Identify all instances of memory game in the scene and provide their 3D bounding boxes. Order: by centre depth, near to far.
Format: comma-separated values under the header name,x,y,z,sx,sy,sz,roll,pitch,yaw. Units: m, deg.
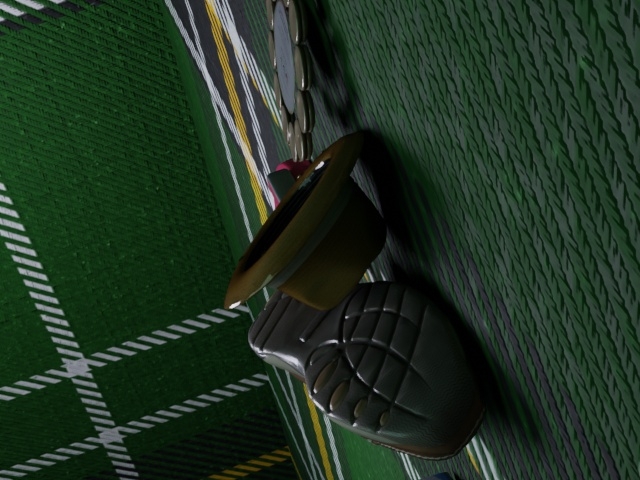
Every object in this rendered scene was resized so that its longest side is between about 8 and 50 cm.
name,x,y,z,sx,sy,sz,roll,pitch,yaw
memory game,-0.027,-0.159,0.931,0.186,0.012,0.186,172,90,-81

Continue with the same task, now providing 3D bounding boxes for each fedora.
name,x,y,z,sx,sy,sz,roll,pitch,yaw
fedora,0.000,0.000,0.872,0.079,0.194,0.194,36,176,-9

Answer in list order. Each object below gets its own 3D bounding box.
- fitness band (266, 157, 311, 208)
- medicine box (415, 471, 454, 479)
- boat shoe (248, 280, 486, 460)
name,x,y,z,sx,sy,sz,roll,pitch,yaw
fitness band,0.008,0.037,1.156,0.209,0.054,0.291,76,171,-49
medicine box,0.119,0.373,0.874,0.263,0.149,0.289,-164,54,-79
boat shoe,0.050,0.105,0.883,0.116,0.123,0.324,44,174,-23
